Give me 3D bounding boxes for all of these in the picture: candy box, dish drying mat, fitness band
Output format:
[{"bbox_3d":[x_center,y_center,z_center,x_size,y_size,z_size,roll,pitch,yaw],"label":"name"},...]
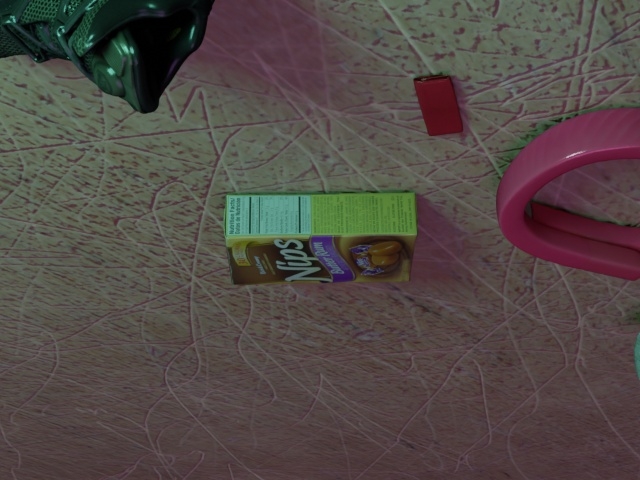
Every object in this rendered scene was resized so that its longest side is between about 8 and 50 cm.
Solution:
[{"bbox_3d":[0.000,0.000,1.102,0.187,0.053,0.109,0,152,0],"label":"candy box"},{"bbox_3d":[0.101,-0.115,0.938,0.032,0.008,0.083,-7,152,12],"label":"dish drying mat"},{"bbox_3d":[0.305,-0.041,1.047,0.291,0.054,0.209,12,146,-25],"label":"fitness band"}]

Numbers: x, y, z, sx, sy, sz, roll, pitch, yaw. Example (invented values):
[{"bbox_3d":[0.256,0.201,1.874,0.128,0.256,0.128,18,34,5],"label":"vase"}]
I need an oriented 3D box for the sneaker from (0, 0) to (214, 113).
[{"bbox_3d":[-0.173,-0.145,0.746,0.228,0.130,0.087,-9,149,18],"label":"sneaker"}]

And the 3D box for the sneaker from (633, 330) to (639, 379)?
[{"bbox_3d":[0.524,0.106,1.247,0.180,0.124,0.321,19,146,-31],"label":"sneaker"}]
